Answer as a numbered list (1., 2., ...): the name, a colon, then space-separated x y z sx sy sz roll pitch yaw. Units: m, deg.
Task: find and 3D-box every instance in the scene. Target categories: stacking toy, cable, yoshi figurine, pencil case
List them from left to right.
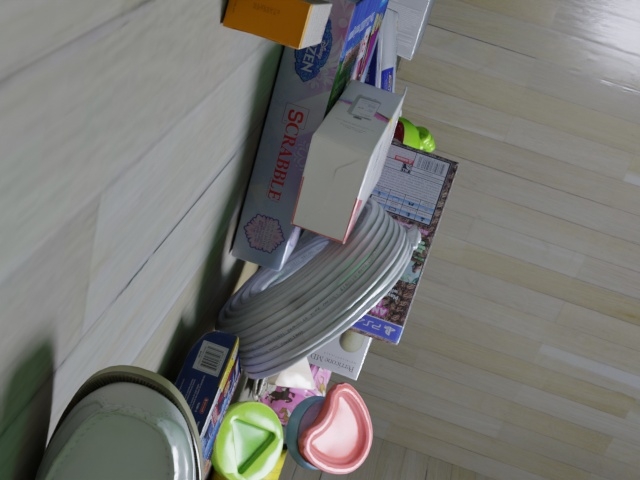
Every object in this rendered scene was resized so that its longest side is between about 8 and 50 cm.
1. stacking toy: -0.077 0.344 1.483 0.130 0.279 0.309 -5 -146 51
2. pencil case: -0.027 0.272 2.083 0.386 0.160 0.167 -64 147 -54
3. cable: -0.009 0.054 1.036 0.257 0.089 0.257 -33 -169 18
4. yoshi figurine: 0.121 -0.188 1.762 0.203 0.203 0.362 -64 172 -9

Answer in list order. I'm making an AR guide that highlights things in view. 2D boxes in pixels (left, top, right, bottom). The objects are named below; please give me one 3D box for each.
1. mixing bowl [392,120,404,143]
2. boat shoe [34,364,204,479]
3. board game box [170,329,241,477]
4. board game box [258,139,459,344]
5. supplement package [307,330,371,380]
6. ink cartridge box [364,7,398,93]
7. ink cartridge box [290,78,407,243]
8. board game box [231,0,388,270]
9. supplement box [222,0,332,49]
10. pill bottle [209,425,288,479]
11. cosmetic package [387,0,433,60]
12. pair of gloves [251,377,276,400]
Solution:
1. mixing bowl: 0.057 -0.150 1.511 0.181 0.098 0.181 -53 -160 29
2. boat shoe: -0.153 0.227 0.550 0.103 0.113 0.302 -76 -175 -72
3. board game box: -0.145 0.207 0.926 0.194 0.060 0.194 102 8 -67
4. board game box: 0.054 -0.011 1.352 0.141 0.232 0.290 74 36 -83
5. supplement package: 0.023 0.091 1.612 0.198 0.199 0.262 8 101 -85
6. ink cartridge box: 0.082 -0.282 1.393 0.371 0.069 0.175 -63 156 -75
7. ink cartridge box: 0.036 -0.100 0.966 0.198 0.067 0.115 -60 168 -55
8. board game box: -0.001 -0.167 1.074 0.318 0.066 0.317 -61 169 -64
9. supplement box: -0.031 -0.176 0.677 0.098 0.062 0.036 -56 163 -72
10. pill bottle: -0.139 0.433 1.588 0.119 0.119 0.208 24 85 -86
11. cosmetic package: 0.185 -0.506 1.761 0.127 0.107 0.237 -60 171 -56
12. pair of gloves: -0.135 0.338 1.764 0.204 0.042 0.240 -5 112 -82
